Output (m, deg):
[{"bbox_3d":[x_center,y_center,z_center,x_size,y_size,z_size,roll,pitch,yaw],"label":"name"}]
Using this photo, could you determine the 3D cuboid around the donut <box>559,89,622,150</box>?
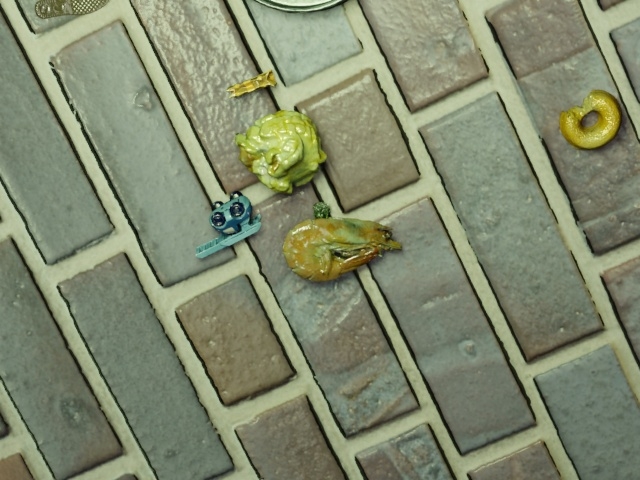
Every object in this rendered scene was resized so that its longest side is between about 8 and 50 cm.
[{"bbox_3d":[0.466,-0.201,1.866,0.108,0.043,0.097,-42,95,15],"label":"donut"}]

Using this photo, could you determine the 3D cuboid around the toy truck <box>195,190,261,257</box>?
[{"bbox_3d":[-0.177,-0.027,1.942,0.136,0.063,0.074,-25,118,12],"label":"toy truck"}]

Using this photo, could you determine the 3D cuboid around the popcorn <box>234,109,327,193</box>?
[{"bbox_3d":[-0.062,-0.156,1.879,0.141,0.162,0.135,46,65,-28],"label":"popcorn"}]

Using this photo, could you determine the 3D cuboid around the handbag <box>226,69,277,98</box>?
[{"bbox_3d":[-0.119,-0.267,1.884,0.083,0.061,0.027,-19,101,7],"label":"handbag"}]

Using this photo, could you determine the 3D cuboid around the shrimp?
[{"bbox_3d":[0.038,0.015,1.923,0.217,0.051,0.115,-2,115,-14],"label":"shrimp"}]

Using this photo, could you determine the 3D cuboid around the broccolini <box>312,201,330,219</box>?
[{"bbox_3d":[0.000,0.000,1.945,0.030,0.035,0.140,3,103,8],"label":"broccolini"}]

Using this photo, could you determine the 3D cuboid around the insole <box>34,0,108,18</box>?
[{"bbox_3d":[-0.434,-0.413,1.907,0.135,0.002,0.045,-8,101,6],"label":"insole"}]

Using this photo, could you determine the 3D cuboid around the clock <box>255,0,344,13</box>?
[{"bbox_3d":[-0.033,-0.534,1.805,0.319,0.066,0.319,1,108,5],"label":"clock"}]
